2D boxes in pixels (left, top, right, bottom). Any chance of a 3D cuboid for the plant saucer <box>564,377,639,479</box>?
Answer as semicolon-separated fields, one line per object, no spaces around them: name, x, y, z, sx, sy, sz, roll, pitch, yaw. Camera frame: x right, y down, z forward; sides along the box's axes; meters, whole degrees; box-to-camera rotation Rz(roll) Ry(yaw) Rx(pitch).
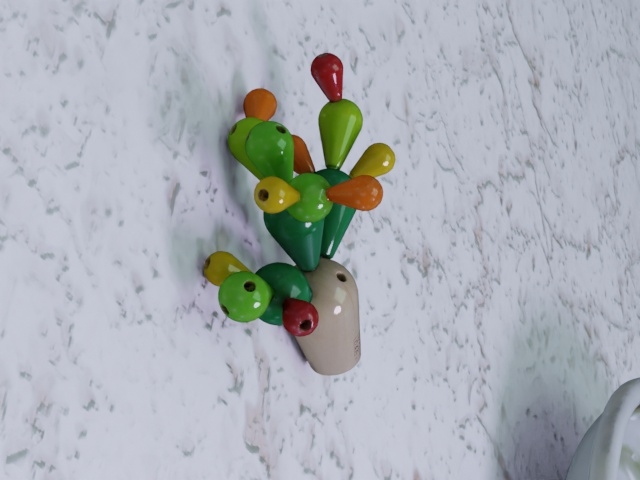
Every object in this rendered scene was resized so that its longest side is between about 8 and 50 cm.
plant saucer;0.264;0.319;1.499;0.400;0.100;0.401;34;51;-57

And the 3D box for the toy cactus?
toy cactus;0.000;0.000;1.083;0.219;0.112;0.181;-79;159;-54
